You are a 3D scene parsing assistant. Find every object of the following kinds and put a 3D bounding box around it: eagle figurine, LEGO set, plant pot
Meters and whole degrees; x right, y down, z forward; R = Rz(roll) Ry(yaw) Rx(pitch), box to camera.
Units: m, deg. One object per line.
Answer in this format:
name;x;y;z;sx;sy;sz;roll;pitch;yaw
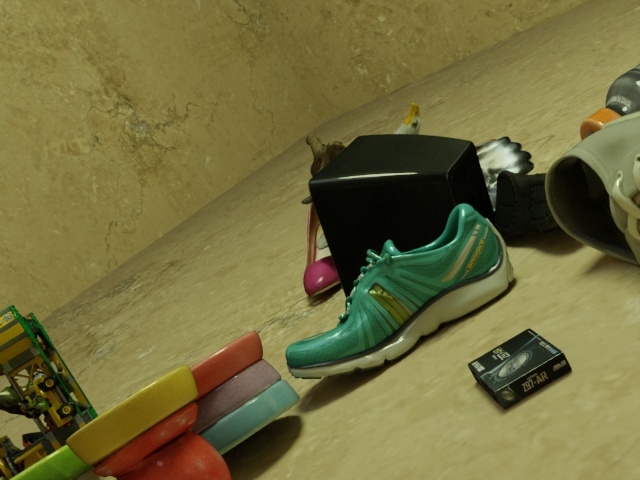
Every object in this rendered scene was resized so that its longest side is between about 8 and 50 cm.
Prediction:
eagle figurine;0.136;-0.093;1.430;0.225;0.298;0.226;118;161;-46
LEGO set;-0.401;0.222;1.197;0.192;0.255;0.331;-32;8;-13
plant pot;0.118;-0.035;1.215;0.167;0.187;0.188;-10;20;29

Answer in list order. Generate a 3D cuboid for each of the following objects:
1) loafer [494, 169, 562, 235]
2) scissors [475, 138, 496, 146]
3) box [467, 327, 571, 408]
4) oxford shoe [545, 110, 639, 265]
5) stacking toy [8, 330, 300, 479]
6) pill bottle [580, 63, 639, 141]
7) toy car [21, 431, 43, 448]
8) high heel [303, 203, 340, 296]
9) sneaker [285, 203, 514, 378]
loafer;0.267;-0.040;1.141;0.078;0.080;0.220;2;6;-9
scissors;0.205;-0.129;1.783;0.297;0.021;0.109;-17;19;44
box;0.169;0.109;0.826;0.067;0.018;0.083;-30;11;-1
oxford shoe;0.319;-0.052;0.792;0.130;0.169;0.449;-29;4;-11
stacking toy;-0.163;0.223;0.934;0.279;0.130;0.309;-35;-5;19
pill bottle;0.420;-0.160;1.096;0.246;0.130;0.130;-32;11;-7
toy car;-0.389;0.298;1.409;0.122;0.060;0.040;-14;-55;-67
high heel;0.000;0.000;1.480;0.082;0.117;0.244;-25;12;23
sneaker;0.075;0.059;1.053;0.275;0.110;0.107;-32;11;-6
